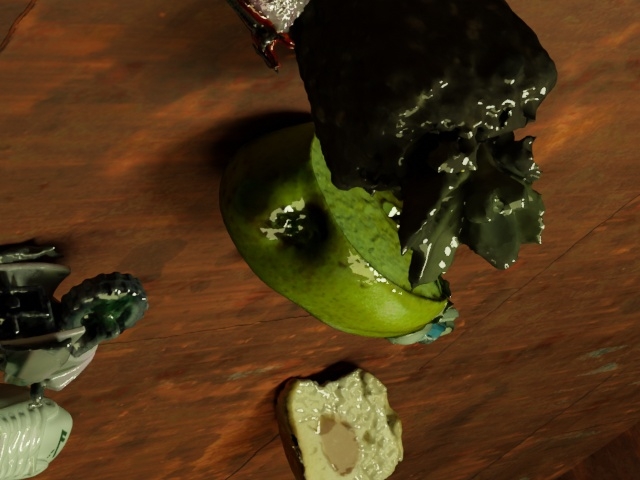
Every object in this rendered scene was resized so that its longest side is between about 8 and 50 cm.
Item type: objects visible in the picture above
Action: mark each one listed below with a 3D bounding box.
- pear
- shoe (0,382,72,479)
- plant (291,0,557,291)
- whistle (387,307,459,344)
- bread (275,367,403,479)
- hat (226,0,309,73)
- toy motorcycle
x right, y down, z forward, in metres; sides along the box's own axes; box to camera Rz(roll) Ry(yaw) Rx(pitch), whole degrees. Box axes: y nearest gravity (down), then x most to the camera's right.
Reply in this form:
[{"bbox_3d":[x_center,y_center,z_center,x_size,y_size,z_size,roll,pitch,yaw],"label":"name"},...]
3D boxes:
[{"bbox_3d":[0.000,0.000,1.883,0.164,0.238,0.255,-29,161,26],"label":"pear"},{"bbox_3d":[-0.369,0.234,1.954,0.160,0.132,0.363,6,-177,-9],"label":"shoe"},{"bbox_3d":[0.115,-0.117,1.644,0.215,0.312,0.213,-12,152,-24],"label":"plant"},{"bbox_3d":[0.150,0.122,2.569,0.114,0.077,0.236,-23,167,20],"label":"whistle"},{"bbox_3d":[0.038,0.330,2.728,0.183,0.211,0.224,-15,163,-8],"label":"bread"},{"bbox_3d":[-0.008,-0.272,1.419,0.227,0.140,0.129,-43,166,9],"label":"hat"},{"bbox_3d":[-0.358,0.104,1.864,0.327,0.143,0.188,-4,151,-28],"label":"toy motorcycle"}]
